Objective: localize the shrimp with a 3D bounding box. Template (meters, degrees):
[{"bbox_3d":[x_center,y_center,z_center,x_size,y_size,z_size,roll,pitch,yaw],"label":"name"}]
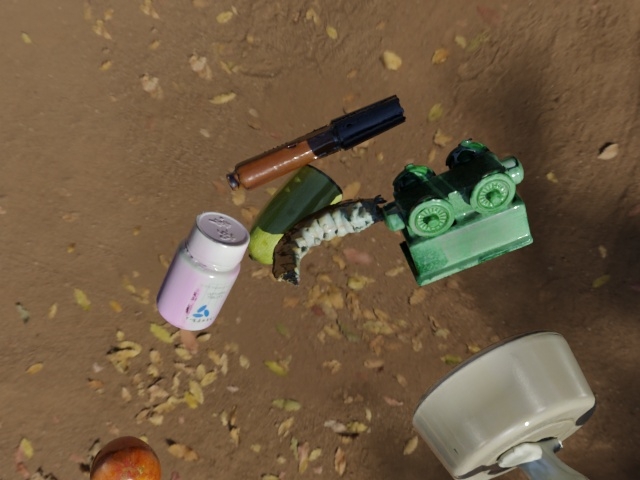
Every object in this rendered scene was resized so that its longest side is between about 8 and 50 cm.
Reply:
[{"bbox_3d":[-0.009,-0.008,1.298,0.287,0.185,0.068,-35,113,-33],"label":"shrimp"}]

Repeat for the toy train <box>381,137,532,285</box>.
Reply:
[{"bbox_3d":[0.251,-0.056,1.182,0.266,0.145,0.201,-21,128,4],"label":"toy train"}]

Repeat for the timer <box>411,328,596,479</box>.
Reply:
[{"bbox_3d":[0.221,0.235,0.577,0.175,0.175,0.266,-32,56,4],"label":"timer"}]

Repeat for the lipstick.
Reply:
[{"bbox_3d":[-0.010,-0.210,1.414,0.419,0.077,0.077,-23,91,2],"label":"lipstick"}]

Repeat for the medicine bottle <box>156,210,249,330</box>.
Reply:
[{"bbox_3d":[-0.265,0.070,1.448,0.152,0.152,0.254,32,118,1],"label":"medicine bottle"}]

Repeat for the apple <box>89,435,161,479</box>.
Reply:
[{"bbox_3d":[-0.456,0.540,1.492,0.164,0.139,0.163,-18,129,-23],"label":"apple"}]

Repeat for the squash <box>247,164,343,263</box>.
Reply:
[{"bbox_3d":[-0.070,-0.046,1.457,0.133,0.132,0.247,37,79,1],"label":"squash"}]
